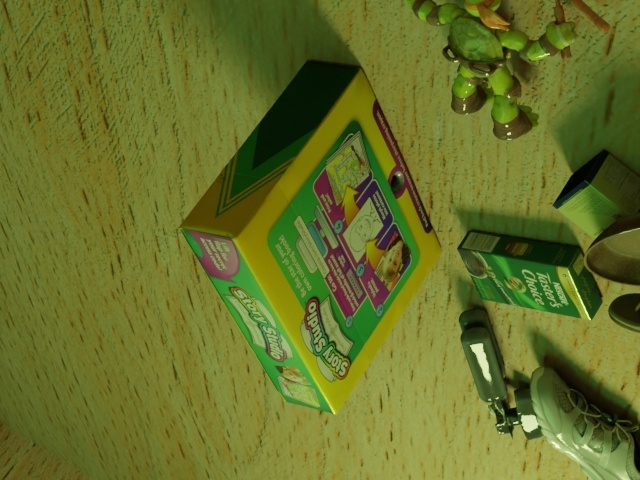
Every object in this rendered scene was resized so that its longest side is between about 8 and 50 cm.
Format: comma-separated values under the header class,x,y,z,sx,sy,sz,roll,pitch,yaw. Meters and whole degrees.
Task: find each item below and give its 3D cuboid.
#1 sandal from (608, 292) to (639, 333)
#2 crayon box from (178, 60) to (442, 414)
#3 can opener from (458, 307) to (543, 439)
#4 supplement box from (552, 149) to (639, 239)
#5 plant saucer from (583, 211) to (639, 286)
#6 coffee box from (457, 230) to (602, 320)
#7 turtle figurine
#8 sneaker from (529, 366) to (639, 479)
class,x,y,z,sx,sy,sz,roll,pitch,yaw
sandal,0.453,0.088,1.762,0.180,0.072,0.049,11,128,37
crayon box,0.000,0.000,1.866,0.106,0.313,0.363,13,144,37
can opener,0.280,0.209,2.159,0.093,0.074,0.280,-16,134,14
supplement box,0.342,-0.050,1.678,0.083,0.056,0.083,38,152,-3
plant saucer,0.410,0.005,1.639,0.198,0.036,0.198,2,158,1
coffee box,0.286,0.047,1.910,0.184,0.040,0.113,11,143,39
turtle figurine,0.196,-0.210,1.562,0.269,0.087,0.217,21,149,27
sneaker,0.422,0.285,2.102,0.115,0.105,0.281,-32,110,29
